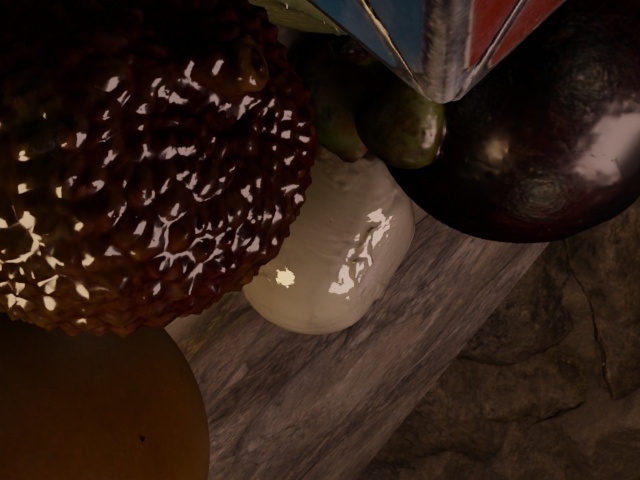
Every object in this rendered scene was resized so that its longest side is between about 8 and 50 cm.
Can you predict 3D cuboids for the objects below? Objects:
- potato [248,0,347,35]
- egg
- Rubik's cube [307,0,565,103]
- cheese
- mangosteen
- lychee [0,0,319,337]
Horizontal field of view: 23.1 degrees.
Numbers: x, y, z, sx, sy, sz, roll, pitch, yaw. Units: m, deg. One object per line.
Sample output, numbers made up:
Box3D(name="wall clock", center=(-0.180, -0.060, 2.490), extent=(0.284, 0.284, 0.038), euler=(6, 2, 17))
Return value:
Box3D(name="potato", center=(-0.030, -0.220, 1.100), extent=(0.149, 0.081, 0.120), euler=(15, 89, -55))
Box3D(name="egg", center=(-0.223, 0.155, 1.103), extent=(0.282, 0.282, 0.351), euler=(-51, 175, 18))
Box3D(name="Rubik's cube", center=(0.058, -0.271, 0.756), extent=(0.255, 0.260, 0.259), euler=(-43, 163, -17))
Box3D(name="cheese", center=(0.000, 0.000, 1.558), extent=(0.189, 0.154, 0.198), euler=(-62, 163, -9))
Box3D(name="mangosteen", center=(0.159, -0.142, 1.351), extent=(0.330, 0.330, 0.330), euler=(-42, 165, -14))
Box3D(name="lychee", center=(-0.131, -0.052, 0.930), extent=(0.271, 0.236, 0.236), euler=(-34, 175, 34))
